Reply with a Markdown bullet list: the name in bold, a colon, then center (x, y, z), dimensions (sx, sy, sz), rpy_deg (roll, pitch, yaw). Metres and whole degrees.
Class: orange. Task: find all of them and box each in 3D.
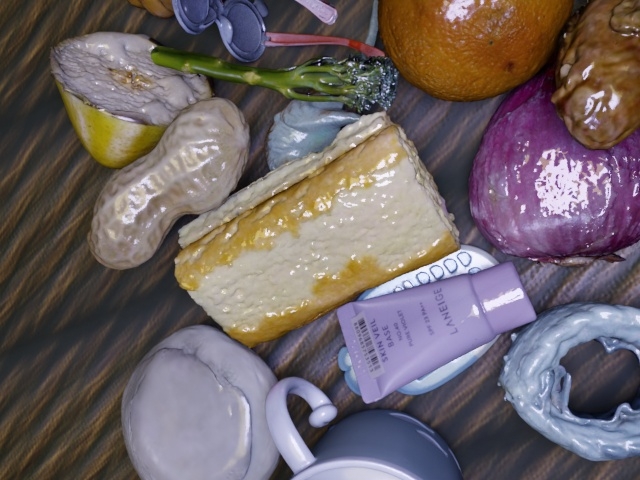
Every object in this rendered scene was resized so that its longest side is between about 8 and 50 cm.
- **orange**: center (0.203, -0.319, 0.800), dimensions (0.264, 0.264, 0.264), rpy_deg (0, 91, 13)

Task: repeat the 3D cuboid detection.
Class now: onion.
- **onion**: center (0.340, -0.133, 0.822), dimensions (0.267, 0.159, 0.348), rpy_deg (-4, 91, 10)

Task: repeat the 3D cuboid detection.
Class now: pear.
- **pear**: center (-0.316, -0.208, 0.961), dimensions (0.267, 0.267, 0.178), rpy_deg (41, 128, 9)

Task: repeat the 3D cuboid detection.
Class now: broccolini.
- **broccolini**: center (-0.072, -0.255, 0.861), dimensions (0.392, 0.074, 0.078), rpy_deg (18, 116, 23)

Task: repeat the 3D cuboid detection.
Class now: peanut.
- **peanut**: center (-0.214, -0.075, 0.854), dimensions (0.298, 0.120, 0.136), rpy_deg (-42, 71, 4)

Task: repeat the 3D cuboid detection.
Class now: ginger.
- **ginger**: center (0.373, -0.240, 0.718), dimensions (0.165, 0.321, 0.172), rpy_deg (15, 131, 41)

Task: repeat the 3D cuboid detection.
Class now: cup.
- **cup**: center (0.048, 0.344, 0.842), dimensions (0.259, 0.274, 0.356), rpy_deg (-37, 82, 11)

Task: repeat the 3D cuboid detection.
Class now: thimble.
- **thimble**: center (0.373, 0.185, 0.820), dimensions (0.250, 0.172, 0.204), rpy_deg (-7, 85, 10)

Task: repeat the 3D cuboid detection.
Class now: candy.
- **candy**: center (-0.181, 0.282, 0.941), dimensions (0.296, 0.185, 0.295), rpy_deg (-3, 82, 22)

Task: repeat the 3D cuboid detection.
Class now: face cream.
- **face cream**: center (0.164, 0.119, 0.864), dimensions (0.274, 0.096, 0.154), rpy_deg (-25, 68, 15)

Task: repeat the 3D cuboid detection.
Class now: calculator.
- **calculator**: center (0.157, 0.130, 0.930), dimensions (0.303, 0.042, 0.188), rpy_deg (-37, 84, 11)

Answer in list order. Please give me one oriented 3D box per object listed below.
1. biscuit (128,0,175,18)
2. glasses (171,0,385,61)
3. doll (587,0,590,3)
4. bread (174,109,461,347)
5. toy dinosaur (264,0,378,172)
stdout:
- **biscuit**: center (-0.234, -0.523, 0.944), dimensions (0.326, 0.107, 0.325), rpy_deg (1, 92, 25)
- **glasses**: center (-0.052, -0.329, 0.847), dimensions (0.269, 0.234, 0.118), rpy_deg (10, 90, 26)
- **doll**: center (0.435, -0.355, 0.854), dimensions (0.113, 0.077, 0.078), rpy_deg (-6, 60, 41)
- **bread**: center (0.000, 0.000, 0.878), dimensions (0.376, 0.165, 0.236), rpy_deg (-30, 125, 15)
- **toy dinosaur**: center (0.018, -0.186, 0.932), dimensions (0.206, 0.092, 0.392), rpy_deg (19, 104, 18)
